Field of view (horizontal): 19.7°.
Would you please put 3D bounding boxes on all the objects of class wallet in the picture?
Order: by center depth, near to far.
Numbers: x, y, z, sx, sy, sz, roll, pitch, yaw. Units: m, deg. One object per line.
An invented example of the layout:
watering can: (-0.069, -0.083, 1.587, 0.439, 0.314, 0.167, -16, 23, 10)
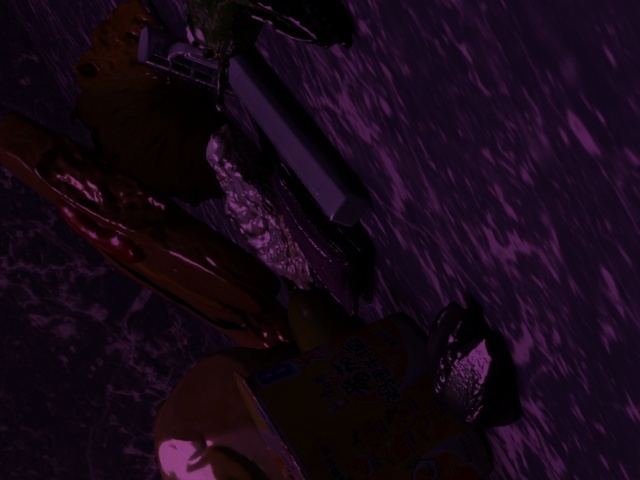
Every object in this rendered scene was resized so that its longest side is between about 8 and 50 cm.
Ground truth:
wallet: (-0.001, 0.001, 1.589, 0.111, 0.030, 0.166, 47, 170, 16)

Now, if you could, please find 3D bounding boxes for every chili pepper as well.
chili pepper: (-0.053, -0.167, 1.295, 0.122, 0.065, 0.279, 65, 167, -4)

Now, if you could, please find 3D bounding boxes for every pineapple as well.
pineapple: (-0.191, -0.125, 2.018, 0.250, 0.139, 0.164, 58, 173, -5)

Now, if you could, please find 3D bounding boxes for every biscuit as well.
biscuit: (-0.182, 0.014, 2.002, 0.368, 0.076, 0.394, 30, 171, 18)

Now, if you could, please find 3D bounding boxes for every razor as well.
razor: (-0.041, -0.101, 1.510, 0.111, 0.056, 0.278, 17, -161, -43)

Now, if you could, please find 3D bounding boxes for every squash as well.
squash: (0.010, 0.097, 1.802, 0.066, 0.066, 0.201, 67, 176, -34)

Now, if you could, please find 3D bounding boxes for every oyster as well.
oyster: (-0.053, -0.029, 1.765, 0.177, 0.064, 0.125, 60, 168, -3)

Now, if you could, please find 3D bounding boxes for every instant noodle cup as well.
instant noodle cup: (0.039, 0.163, 1.541, 0.205, 0.153, 0.205, 57, 169, 18)

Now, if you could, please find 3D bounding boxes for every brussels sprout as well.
brussels sprout: (-0.029, 0.224, 1.868, 0.294, 0.227, 0.259, 40, -169, -41)

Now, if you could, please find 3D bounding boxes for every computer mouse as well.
computer mouse: (0.102, 0.094, 1.300, 0.079, 0.047, 0.135, 55, 168, 27)
